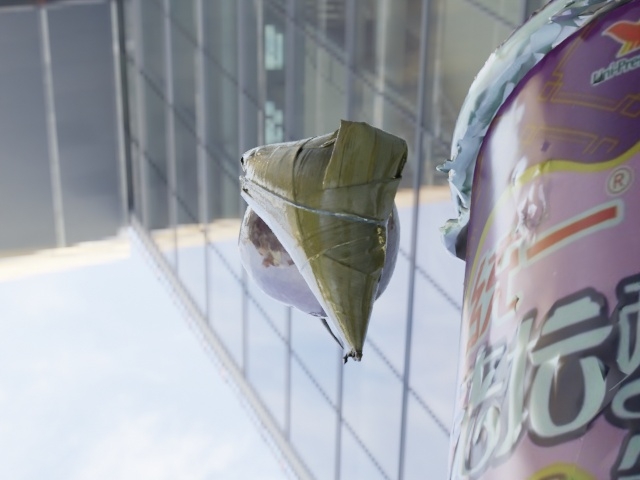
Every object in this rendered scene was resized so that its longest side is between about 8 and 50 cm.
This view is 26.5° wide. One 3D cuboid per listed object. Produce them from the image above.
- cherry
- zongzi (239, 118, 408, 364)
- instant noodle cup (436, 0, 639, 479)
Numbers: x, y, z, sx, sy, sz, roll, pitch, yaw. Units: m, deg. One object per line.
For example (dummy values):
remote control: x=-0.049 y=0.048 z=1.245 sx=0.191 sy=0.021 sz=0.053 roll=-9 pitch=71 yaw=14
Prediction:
cherry: x=0.000 y=0.000 z=1.799 sx=0.213 sy=0.266 sz=0.183 roll=18 pitch=-155 yaw=-6
zongzi: x=-0.009 y=0.007 z=1.491 sx=0.115 sy=0.256 sz=0.228 roll=7 pitch=173 yaw=-35
instant noodle cup: x=0.176 y=0.104 z=0.427 sx=0.340 sy=0.340 sz=0.266 roll=8 pitch=-123 yaw=14
